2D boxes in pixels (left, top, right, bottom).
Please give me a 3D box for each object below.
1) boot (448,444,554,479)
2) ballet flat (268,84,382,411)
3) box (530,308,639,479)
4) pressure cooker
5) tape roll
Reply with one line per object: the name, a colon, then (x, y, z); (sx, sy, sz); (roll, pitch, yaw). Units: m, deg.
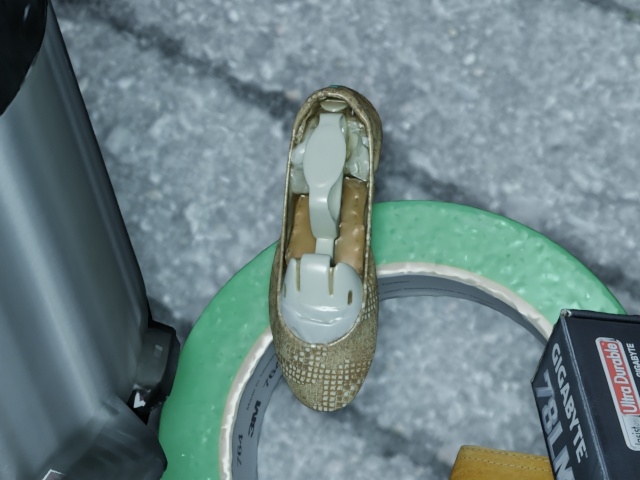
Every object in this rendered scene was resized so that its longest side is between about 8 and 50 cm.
boot: (0.064, 0.222, 0.935); (0.295, 0.104, 0.211); (5, 74, 6)
ballet flat: (0.000, 0.000, 1.003); (0.073, 0.067, 0.206); (-2, 77, 11)
box: (0.280, 0.170, 0.859); (0.293, 0.073, 0.295); (7, 40, -12)
pressure cooker: (-0.285, 0.031, 0.960); (0.375, 0.420, 0.370); (-14, 44, -2)
tape roll: (0.059, 0.137, 1.037); (0.321, 0.077, 0.321); (-2, 79, 11)
